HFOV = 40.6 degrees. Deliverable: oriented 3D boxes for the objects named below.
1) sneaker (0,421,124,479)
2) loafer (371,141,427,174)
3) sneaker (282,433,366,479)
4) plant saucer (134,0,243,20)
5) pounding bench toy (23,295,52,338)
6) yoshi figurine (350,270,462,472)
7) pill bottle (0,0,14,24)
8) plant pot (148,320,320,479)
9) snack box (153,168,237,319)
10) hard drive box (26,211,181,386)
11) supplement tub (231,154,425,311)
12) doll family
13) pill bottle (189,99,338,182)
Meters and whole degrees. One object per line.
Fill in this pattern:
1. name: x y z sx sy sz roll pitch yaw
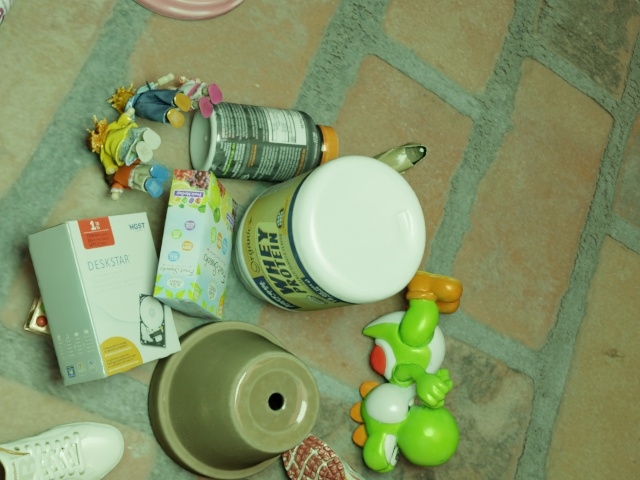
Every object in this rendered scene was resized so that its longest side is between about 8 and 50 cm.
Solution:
1. sneaker: -0.417 0.337 1.262 0.290 0.123 0.106 -10 85 -30
2. loafer: 0.148 -0.155 1.678 0.148 0.050 0.056 -34 98 -28
3. sneaker: 0.019 0.420 1.509 0.225 0.093 0.088 44 84 1
4. plant saucer: -0.238 -0.558 1.518 0.332 0.084 0.332 5 79 -27
5. pounding bench toy: -0.413 0.104 1.331 0.052 0.065 0.083 23 72 -23
6. yoshi figurine: 0.194 0.252 1.562 0.203 0.203 0.362 26 74 -29
7. pill bottle: -0.563 -0.322 1.265 0.160 0.160 0.283 29 70 -21
8. plant pot: -0.117 0.256 1.373 0.263 0.229 0.263 4 81 -27
9. snack box: -0.196 0.011 1.396 0.070 0.174 0.207 5 76 11
10. hard drive box: -0.328 0.084 1.324 0.181 0.089 0.232 -15 89 -61
11. supplement tub: 0.000 0.000 1.423 0.228 0.316 0.228 5 80 -27
12. doll family: -0.290 -0.194 1.396 0.118 0.163 0.263 48 64 -40
13. pill bottle: -0.093 -0.167 1.507 0.245 0.130 0.131 3 81 -28
